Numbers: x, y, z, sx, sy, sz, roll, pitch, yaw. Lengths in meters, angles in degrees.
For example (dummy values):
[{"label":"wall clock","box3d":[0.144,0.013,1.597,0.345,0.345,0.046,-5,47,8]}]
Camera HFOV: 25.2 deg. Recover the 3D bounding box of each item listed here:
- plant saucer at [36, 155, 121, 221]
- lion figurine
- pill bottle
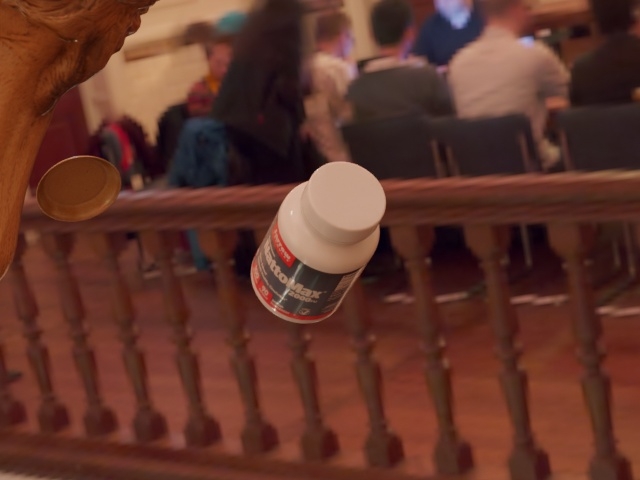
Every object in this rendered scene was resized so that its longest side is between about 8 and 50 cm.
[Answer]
[{"label":"plant saucer","box3d":[-0.235,-0.054,1.390,0.083,0.083,0.015,-14,48,-13]},{"label":"lion figurine","box3d":[-0.211,-0.073,0.831,0.240,0.392,0.142,22,13,29]},{"label":"pill bottle","box3d":[0.000,0.000,1.475,0.108,0.108,0.180,-17,-23,-27]}]
